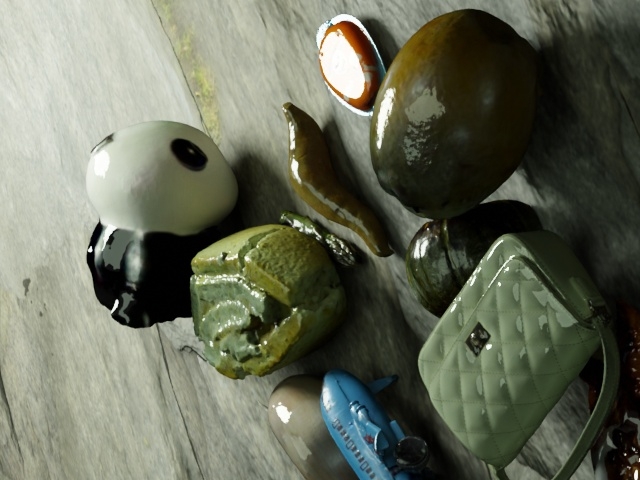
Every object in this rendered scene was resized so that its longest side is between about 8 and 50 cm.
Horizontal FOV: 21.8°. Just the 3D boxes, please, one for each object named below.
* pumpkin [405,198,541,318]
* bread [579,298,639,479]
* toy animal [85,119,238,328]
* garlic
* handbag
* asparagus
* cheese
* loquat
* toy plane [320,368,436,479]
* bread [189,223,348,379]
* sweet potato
[{"bbox_3d":[0.153,0.027,1.842,0.183,0.107,0.119,-37,72,52],"label":"pumpkin"},{"bbox_3d":[0.323,0.198,1.662,0.139,0.095,0.269,-38,52,48],"label":"bread"},{"bbox_3d":[-0.218,-0.033,2.266,0.212,0.212,0.267,22,110,50],"label":"toy animal"},{"bbox_3d":[-0.020,0.235,2.142,0.148,0.128,0.266,-62,37,24],"label":"garlic"},{"bbox_3d":[0.212,0.135,1.715,0.219,0.079,0.256,59,136,33],"label":"handbag"},{"bbox_3d":[0.000,0.000,2.106,0.165,0.030,0.036,33,113,46],"label":"asparagus"},{"bbox_3d":[0.062,-0.177,1.979,0.256,0.037,0.106,55,138,34],"label":"cheese"},{"bbox_3d":[0.141,-0.130,1.761,0.179,0.179,0.227,45,121,39],"label":"loquat"},{"bbox_3d":[0.075,0.256,1.974,0.254,0.105,0.271,75,176,-54],"label":"toy plane"},{"bbox_3d":[-0.071,0.074,2.121,0.257,0.124,0.186,-22,90,58],"label":"bread"},{"bbox_3d":[0.009,-0.063,2.057,0.069,0.059,0.249,-37,62,10],"label":"sweet potato"}]
